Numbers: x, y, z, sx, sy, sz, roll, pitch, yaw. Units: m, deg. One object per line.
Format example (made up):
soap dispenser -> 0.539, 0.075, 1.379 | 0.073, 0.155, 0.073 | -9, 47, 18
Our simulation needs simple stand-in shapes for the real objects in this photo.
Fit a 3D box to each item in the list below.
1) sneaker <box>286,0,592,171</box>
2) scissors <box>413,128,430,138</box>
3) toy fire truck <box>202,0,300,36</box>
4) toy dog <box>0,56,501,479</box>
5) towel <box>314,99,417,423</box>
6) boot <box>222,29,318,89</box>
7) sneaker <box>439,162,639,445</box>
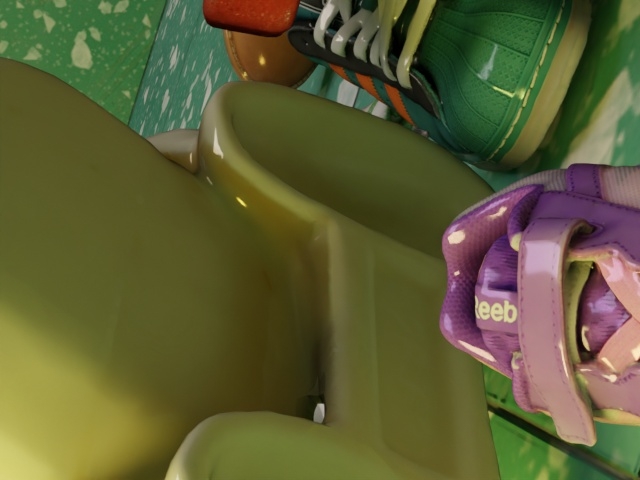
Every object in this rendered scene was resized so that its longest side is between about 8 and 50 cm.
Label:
sneaker -> 0.039, -0.117, 0.652 | 0.302, 0.121, 0.108 | -122, 51, -70
scissors -> 0.000, 0.000, 0.720 | 0.297, 0.021, 0.109 | 175, 115, -73
toy fire truck -> 0.000, -0.241, 0.554 | 0.254, 0.169, 0.302 | -110, 32, -82
toy dog -> -0.140, 0.146, 0.528 | 0.408, 0.395, 0.284 | -50, 35, 34
towel -> -0.024, 0.059, 0.842 | 0.325, 0.038, 0.248 | 135, 149, -61
boot -> 0.022, -0.237, 0.910 | 0.283, 0.109, 0.220 | -64, 20, 3
sneaker -> 0.098, 0.020, 0.314 | 0.236, 0.104, 0.095 | -166, 79, -75
